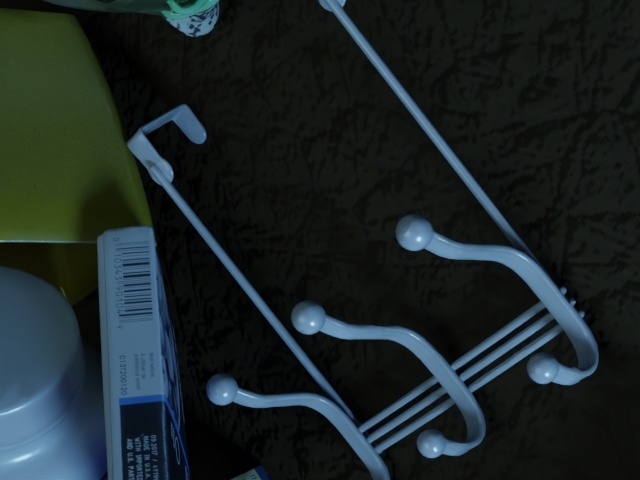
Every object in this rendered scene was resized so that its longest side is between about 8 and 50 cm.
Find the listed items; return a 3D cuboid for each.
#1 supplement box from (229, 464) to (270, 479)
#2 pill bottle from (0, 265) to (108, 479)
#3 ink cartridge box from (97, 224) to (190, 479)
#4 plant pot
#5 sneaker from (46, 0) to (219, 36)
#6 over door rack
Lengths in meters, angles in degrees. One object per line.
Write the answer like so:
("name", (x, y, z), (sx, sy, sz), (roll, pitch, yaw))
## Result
("supplement box", (-0.078, 0.222, 1.150), (0.056, 0.083, 0.083), (56, 133, 14))
("pill bottle", (-0.232, 0.167, 1.152), (0.176, 0.176, 0.318), (40, 149, 28))
("ink cartridge box", (-0.118, 0.130, 1.068), (0.208, 0.045, 0.206), (89, 173, -60))
("plant pot", (-0.259, -0.062, 1.137), (0.212, 0.212, 0.187), (-30, 62, 60))
("sneaker", (-0.103, -0.205, 0.988), (0.410, 0.182, 0.158), (17, 76, 49))
("over door rack", (0.000, 0.000, 0.985), (0.239, 0.108, 0.324), (-41, 75, 43))
